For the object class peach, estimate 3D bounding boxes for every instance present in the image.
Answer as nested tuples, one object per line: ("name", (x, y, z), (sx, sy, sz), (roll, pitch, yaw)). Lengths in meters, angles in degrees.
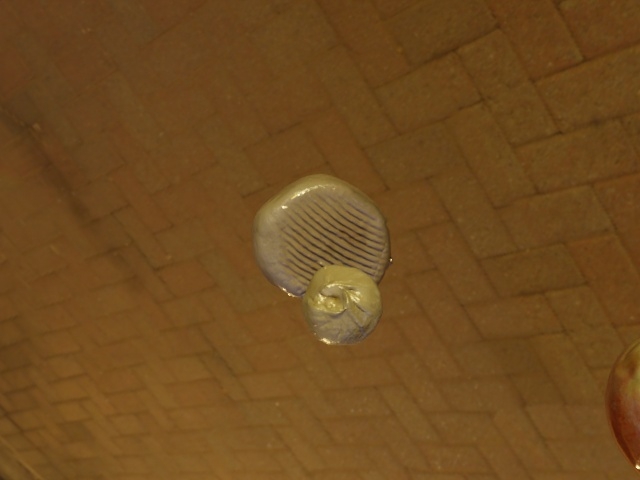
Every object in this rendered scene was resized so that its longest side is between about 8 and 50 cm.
("peach", (0.478, 0.207, 0.976), (0.214, 0.236, 0.214), (-3, 86, 36))

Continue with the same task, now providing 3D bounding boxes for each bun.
("bun", (0.020, 0.066, 0.784), (0.086, 0.086, 0.055), (31, -175, 13))
("bun", (0.000, 0.000, 0.969), (0.173, 0.167, 0.113), (61, 178, -19))
